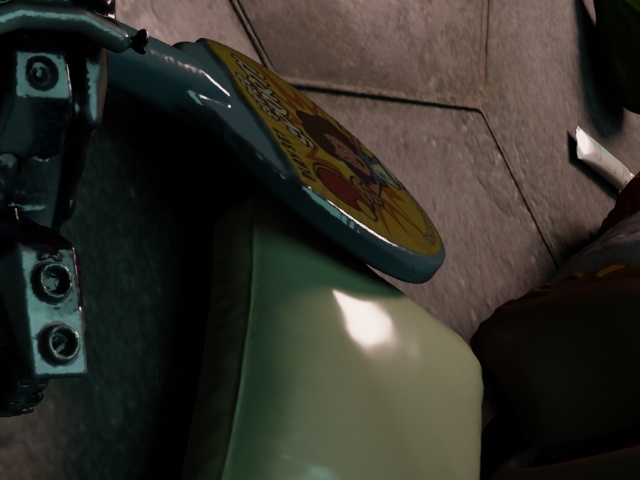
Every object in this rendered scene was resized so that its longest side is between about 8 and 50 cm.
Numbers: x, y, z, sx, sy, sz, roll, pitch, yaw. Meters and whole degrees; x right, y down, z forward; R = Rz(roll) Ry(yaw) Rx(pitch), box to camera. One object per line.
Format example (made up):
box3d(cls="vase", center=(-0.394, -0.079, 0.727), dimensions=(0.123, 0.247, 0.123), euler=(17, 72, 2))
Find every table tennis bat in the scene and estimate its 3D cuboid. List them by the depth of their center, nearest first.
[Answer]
box3d(cls="table tennis bat", center=(-0.035, -0.067, 1.082), dimensions=(0.329, 0.044, 0.215), euler=(27, 22, -43))

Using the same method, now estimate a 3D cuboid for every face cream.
box3d(cls="face cream", center=(0.289, -0.079, 1.684), dimensions=(0.115, 0.020, 0.038), euler=(32, 51, -45))

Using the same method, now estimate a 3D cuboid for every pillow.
box3d(cls="pillow", center=(0.010, 0.154, 1.048), dimensions=(0.255, 0.120, 0.322), euler=(36, 47, -38))

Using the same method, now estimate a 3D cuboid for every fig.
box3d(cls="fig", center=(0.338, -0.218, 1.764), dimensions=(0.177, 0.117, 0.117), euler=(57, 29, 15))

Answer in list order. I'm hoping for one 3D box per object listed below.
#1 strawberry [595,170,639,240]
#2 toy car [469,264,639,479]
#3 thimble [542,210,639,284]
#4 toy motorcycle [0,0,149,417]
box3d(cls="strawberry", center=(0.338, 0.041, 1.592), dimensions=(0.253, 0.150, 0.280), euler=(-79, 179, -62))
box3d(cls="toy car", center=(0.216, 0.154, 1.191), dimensions=(0.340, 0.271, 0.240), euler=(-55, 129, -82))
box3d(cls="thimble", center=(0.293, 0.081, 1.410), dimensions=(0.217, 0.245, 0.157), euler=(38, 32, 9))
box3d(cls="toy motorcycle", center=(-0.158, -0.050, 0.857), dimensions=(0.106, 0.159, 0.270), euler=(0, 73, -35))
